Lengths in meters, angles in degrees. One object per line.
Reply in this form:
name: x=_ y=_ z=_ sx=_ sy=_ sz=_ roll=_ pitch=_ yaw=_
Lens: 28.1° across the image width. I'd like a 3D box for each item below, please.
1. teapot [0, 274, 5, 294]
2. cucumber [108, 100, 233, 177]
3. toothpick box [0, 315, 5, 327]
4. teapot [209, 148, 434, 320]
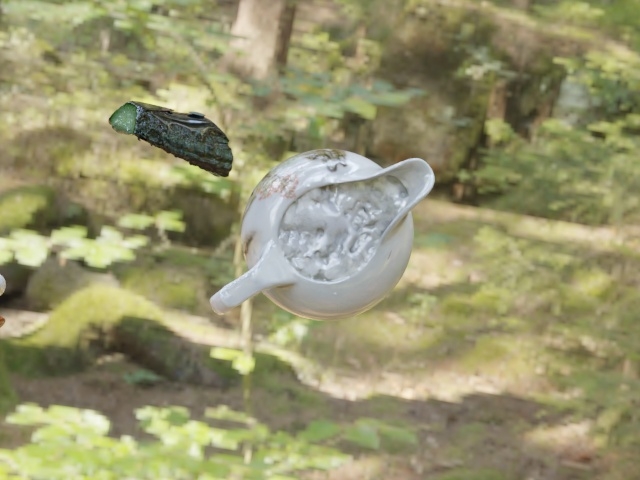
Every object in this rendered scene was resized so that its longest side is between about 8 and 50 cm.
teapot: x=-0.374 y=0.062 z=1.189 sx=0.116 sy=0.159 sz=0.245 roll=31 pitch=-28 yaw=-34
cucumber: x=-0.233 y=-0.169 z=2.019 sx=0.193 sy=0.086 sz=0.115 roll=13 pitch=15 yaw=-44
toothpick box: x=-0.295 y=0.042 z=1.050 sx=0.047 sy=0.083 sz=0.047 roll=-26 pitch=-9 yaw=-4
teapot: x=0.000 y=0.000 z=1.515 sx=0.204 sy=0.298 sz=0.139 roll=52 pitch=-3 yaw=-3
